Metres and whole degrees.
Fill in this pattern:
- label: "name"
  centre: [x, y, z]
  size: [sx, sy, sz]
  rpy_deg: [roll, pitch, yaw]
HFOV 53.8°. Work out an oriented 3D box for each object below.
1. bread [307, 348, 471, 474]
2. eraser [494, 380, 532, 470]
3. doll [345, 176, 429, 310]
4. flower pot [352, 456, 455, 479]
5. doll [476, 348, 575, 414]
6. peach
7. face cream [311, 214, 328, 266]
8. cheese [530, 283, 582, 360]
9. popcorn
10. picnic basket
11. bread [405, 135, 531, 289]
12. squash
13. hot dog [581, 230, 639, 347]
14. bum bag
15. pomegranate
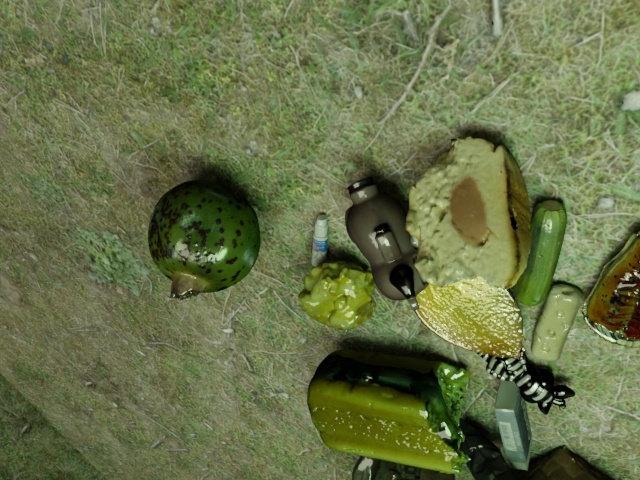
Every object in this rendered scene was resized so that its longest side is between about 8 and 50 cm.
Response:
- label: "bread"
  centre: [0.155, 0.377, 1.450]
  size: [0.377, 0.208, 0.251]
  rpy_deg: [0, 114, 28]
- label: "eraser"
  centre: [0.434, 0.413, 1.411]
  size: [0.046, 0.092, 0.212]
  rpy_deg: [-1, 126, 29]
- label: "doll"
  centre: [0.128, 0.009, 1.177]
  size: [0.117, 0.182, 0.257]
  rpy_deg: [-31, 83, 6]
- label: "flower pot"
  centre: [0.207, 0.616, 1.565]
  size: [0.213, 0.301, 0.301]
  rpy_deg: [5, 134, -9]
- label: "doll"
  centre: [0.424, 0.279, 1.324]
  size: [0.219, 0.067, 0.091]
  rpy_deg: [39, 120, 4]
- label: "peach"
  centre: [0.302, 0.128, 1.263]
  size: [0.279, 0.068, 0.189]
  rpy_deg: [43, 127, -5]
- label: "face cream"
  centre: [0.000, 0.000, 1.346]
  size: [0.034, 0.034, 0.130]
  rpy_deg: [18, 132, 15]
- label: "cheese"
  centre: [0.455, 0.162, 1.227]
  size: [0.065, 0.043, 0.194]
  rpy_deg: [18, 135, 21]
- label: "popcorn"
  centre: [0.039, 0.112, 1.348]
  size: [0.174, 0.142, 0.173]
  rpy_deg: [27, 153, 15]
- label: "picnic basket"
  centre: [0.540, 0.692, 1.431]
  size: [0.293, 0.337, 0.337]
  rpy_deg: [34, 135, -1]
- label: "bread"
  centre: [0.241, -0.057, 1.049]
  size: [0.184, 0.224, 0.211]
  rpy_deg: [-8, 115, 26]
- label: "squash"
  centre: [0.394, 0.031, 1.135]
  size: [0.066, 0.066, 0.228]
  rpy_deg: [14, 130, 19]
- label: "hot dog"
  centre: [0.562, 0.086, 1.077]
  size: [0.163, 0.082, 0.270]
  rpy_deg: [25, 135, 10]
- label: "bum bag"
  centre: [0.389, 0.527, 1.411]
  size: [0.095, 0.340, 0.144]
  rpy_deg: [-24, 117, -2]
- label: "pomegranate"
  centre: [-0.250, 0.007, 1.337]
  size: [0.254, 0.270, 0.254]
  rpy_deg: [12, 158, 5]
